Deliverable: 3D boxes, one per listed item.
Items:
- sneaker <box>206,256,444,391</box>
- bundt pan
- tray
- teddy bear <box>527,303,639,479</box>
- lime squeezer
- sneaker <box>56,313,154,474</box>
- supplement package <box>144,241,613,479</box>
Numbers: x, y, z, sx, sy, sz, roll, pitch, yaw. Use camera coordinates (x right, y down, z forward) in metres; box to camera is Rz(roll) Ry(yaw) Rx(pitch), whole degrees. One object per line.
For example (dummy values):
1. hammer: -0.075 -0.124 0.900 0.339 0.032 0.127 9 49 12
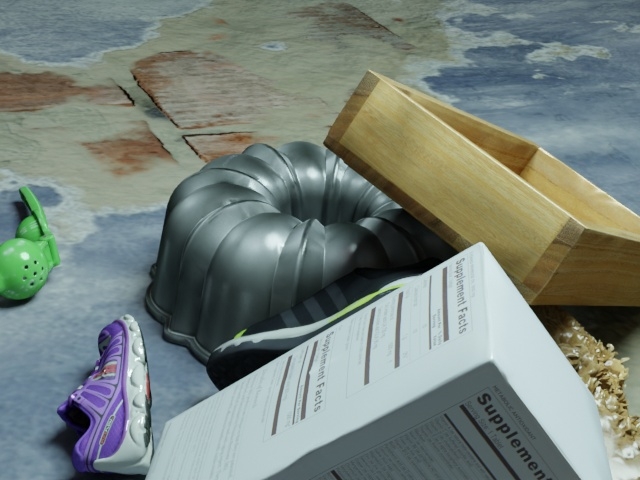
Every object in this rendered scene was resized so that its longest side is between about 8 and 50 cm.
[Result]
1. sneaker: 0.018 0.074 0.912 0.234 0.084 0.097 -19 23 35
2. bundt pan: 0.000 0.000 1.106 0.330 0.124 0.331 3 26 -2
3. tray: 0.181 -0.027 1.015 0.203 0.076 0.411 39 13 24
4. teddy bear: 0.177 0.183 0.811 0.245 0.113 0.338 -18 40 -22
5. lime squeezer: -0.295 0.017 1.120 0.109 0.059 0.310 -20 21 20
6. sneaker: -0.167 0.116 0.913 0.071 0.068 0.170 -5 28 -7
7. supplement package: 0.030 0.136 0.688 0.244 0.139 0.134 -31 20 18
